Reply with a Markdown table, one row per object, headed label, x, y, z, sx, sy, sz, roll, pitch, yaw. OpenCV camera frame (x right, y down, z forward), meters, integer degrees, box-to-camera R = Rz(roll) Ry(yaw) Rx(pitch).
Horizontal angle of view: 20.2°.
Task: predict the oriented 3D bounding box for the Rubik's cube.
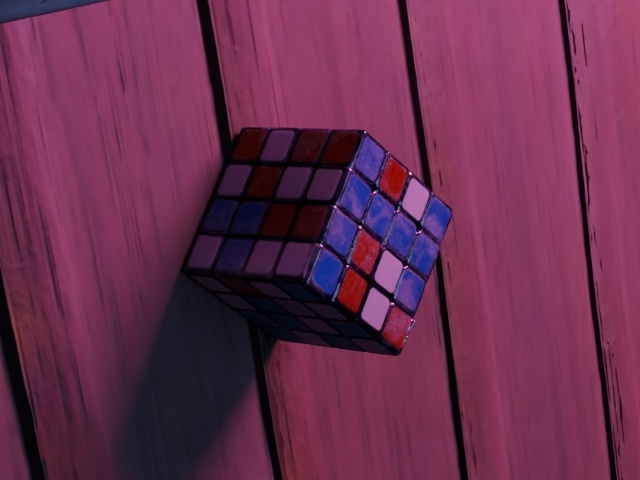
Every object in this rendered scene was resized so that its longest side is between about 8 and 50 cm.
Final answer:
| label | x | y | z | sx | sy | sz | roll | pitch | yaw |
| --- | --- | --- | --- | --- | --- | --- | --- | --- | --- |
| Rubik's cube | 0.000 | 0.000 | 0.975 | 0.092 | 0.092 | 0.092 | 38 | 66 | -42 |

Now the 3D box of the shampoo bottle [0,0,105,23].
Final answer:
| label | x | y | z | sx | sy | sz | roll | pitch | yaw |
| --- | --- | --- | --- | --- | --- | --- | --- | --- | --- |
| shampoo bottle | -0.144 | -0.210 | 0.659 | 0.273 | 0.273 | 0.266 | -22 | 103 | -46 |
